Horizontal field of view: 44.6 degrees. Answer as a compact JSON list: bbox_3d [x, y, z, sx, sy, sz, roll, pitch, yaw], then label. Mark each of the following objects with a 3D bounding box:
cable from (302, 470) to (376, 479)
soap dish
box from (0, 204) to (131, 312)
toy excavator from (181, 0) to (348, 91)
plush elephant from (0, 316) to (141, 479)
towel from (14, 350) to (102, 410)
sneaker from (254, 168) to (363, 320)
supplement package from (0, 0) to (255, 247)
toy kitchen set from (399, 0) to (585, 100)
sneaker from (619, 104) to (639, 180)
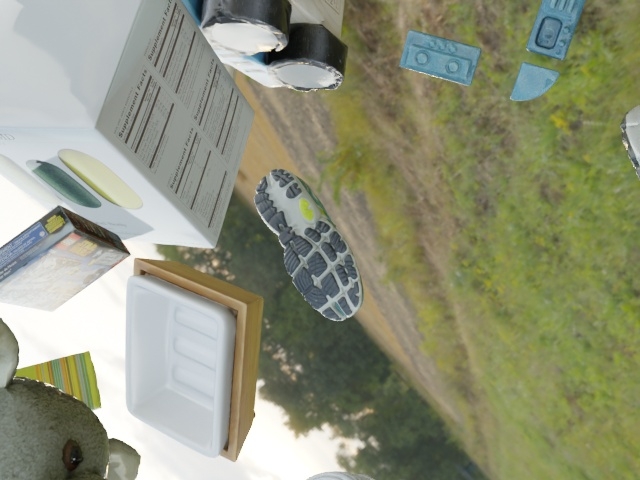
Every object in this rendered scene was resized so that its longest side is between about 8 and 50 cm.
[{"bbox_3d":[0.007,0.428,1.026,0.089,0.257,0.257,31,-160,-24],"label":"cable"},{"bbox_3d":[-0.204,0.185,1.267,0.229,0.291,0.118,19,-155,28],"label":"soap dish"},{"bbox_3d":[-0.229,0.020,0.673,0.027,0.094,0.137,54,178,11],"label":"box"},{"bbox_3d":[-0.152,-0.322,1.145,0.445,0.222,0.433,1,170,30],"label":"toy excavator"},{"bbox_3d":[-0.164,0.189,0.392,0.330,0.255,0.272,20,160,27],"label":"plush elephant"},{"bbox_3d":[-0.472,0.250,1.230,0.021,0.237,0.102,96,157,-61],"label":"towel"},{"bbox_3d":[0.000,0.000,1.224,0.110,0.107,0.275,19,-141,-56],"label":"sneaker"},{"bbox_3d":[-0.231,-0.138,0.872,0.199,0.198,0.262,4,157,21],"label":"supplement package"},{"bbox_3d":[0.189,-0.259,0.807,0.166,0.207,0.122,19,-165,11],"label":"toy kitchen set"},{"bbox_3d":[0.212,-0.021,0.372,0.081,0.094,0.208,50,-155,-24],"label":"sneaker"}]
